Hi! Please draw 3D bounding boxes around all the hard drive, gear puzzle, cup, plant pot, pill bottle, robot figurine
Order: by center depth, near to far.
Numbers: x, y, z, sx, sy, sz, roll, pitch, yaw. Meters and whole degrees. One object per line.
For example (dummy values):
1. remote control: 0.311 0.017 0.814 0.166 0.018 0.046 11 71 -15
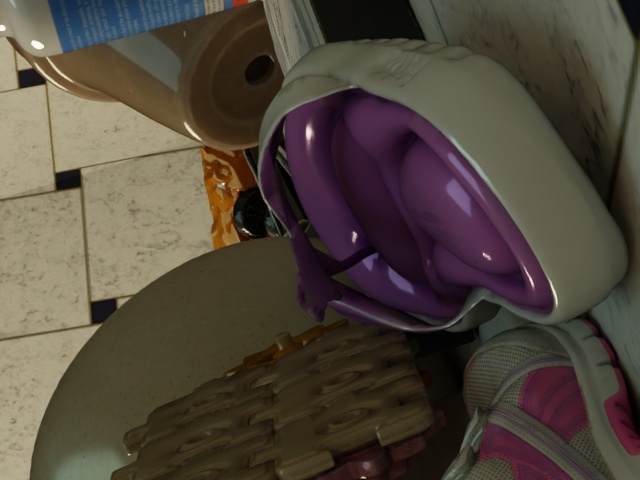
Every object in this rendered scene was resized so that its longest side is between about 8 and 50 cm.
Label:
1. gear puzzle: -0.023 0.101 1.064 0.339 0.175 0.044 -100 -13 -81
2. hard drive: 0.017 -0.119 1.283 0.237 0.064 0.339 80 173 -55
3. pill bottle: -0.158 -0.195 1.325 0.124 0.221 0.124 164 90 -85
4. cup: -0.007 0.196 1.365 0.237 0.331 0.331 43 153 50
5. plant pot: -0.104 -0.192 1.591 0.229 0.263 0.263 44 157 39
6. robot figurine: -0.011 0.045 1.771 0.211 0.085 0.291 11 124 43

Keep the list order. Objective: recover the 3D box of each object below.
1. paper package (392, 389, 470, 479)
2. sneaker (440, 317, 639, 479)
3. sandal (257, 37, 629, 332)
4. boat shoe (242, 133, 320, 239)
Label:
1. paper package: 0.101 0.293 1.089 0.325 0.168 0.309 77 176 -47
2. sneaker: 0.093 0.113 0.862 0.252 0.111 0.103 -118 12 -70
3. sandal: 0.023 -0.013 0.943 0.169 0.102 0.416 56 170 -1
4. boat shoe: 0.000 0.000 1.605 0.078 0.070 0.219 -43 69 47
